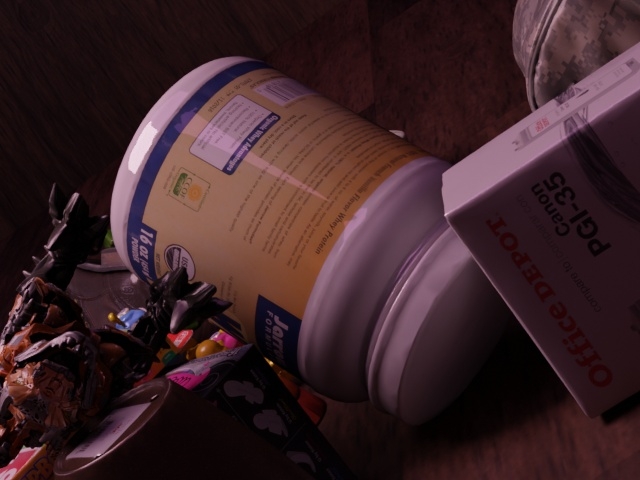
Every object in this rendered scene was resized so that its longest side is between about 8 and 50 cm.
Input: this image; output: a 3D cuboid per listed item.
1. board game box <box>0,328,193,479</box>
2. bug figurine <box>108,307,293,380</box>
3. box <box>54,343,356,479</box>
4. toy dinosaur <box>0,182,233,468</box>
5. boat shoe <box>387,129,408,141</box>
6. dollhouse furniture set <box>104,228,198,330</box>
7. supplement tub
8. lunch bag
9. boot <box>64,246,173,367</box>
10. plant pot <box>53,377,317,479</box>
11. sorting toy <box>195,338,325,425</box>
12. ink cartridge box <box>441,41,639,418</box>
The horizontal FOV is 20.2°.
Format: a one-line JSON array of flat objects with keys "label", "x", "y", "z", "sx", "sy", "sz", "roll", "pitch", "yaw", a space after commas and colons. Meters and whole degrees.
[{"label": "board game box", "x": -0.227, "y": 0.161, "z": 1.587, "sx": 0.259, "sy": 0.039, "sz": 0.124, "roll": -43, "pitch": 16, "yaw": -22}, {"label": "bug figurine", "x": -0.070, "y": 0.068, "z": 1.816, "sx": 0.279, "sy": 0.216, "sz": 0.072, "roll": -37, "pitch": 42, "yaw": 14}, {"label": "box", "x": -0.123, "y": 0.208, "z": 1.579, "sx": 0.247, "sy": 0.163, "sz": 0.142, "roll": -19, "pitch": 23, "yaw": 51}, {"label": "toy dinosaur", "x": -0.214, "y": 0.089, "z": 1.450, "sx": 0.218, "sy": 0.164, "sz": 0.322, "roll": -57, "pitch": 27, "yaw": -14}, {"label": "boat shoe", "x": -0.026, "y": -0.080, "z": 2.169, "sx": 0.302, "sy": 0.094, "sz": 0.109, "roll": -6, "pitch": 22, "yaw": 12}, {"label": "dollhouse furniture set", "x": -0.094, "y": 0.045, "z": 2.223, "sx": 0.301, "sy": 0.151, "sz": 0.197, "roll": -17, "pitch": 23, "yaw": -18}, {"label": "supplement tub", "x": 0.000, "y": 0.000, "z": 1.560, "sx": 0.316, "sy": 0.228, "sz": 0.228, "roll": 31, "pitch": 55, "yaw": 25}, {"label": "lunch bag", "x": 0.311, "y": -0.238, "z": 1.882, "sx": 0.256, "sy": 0.212, "sz": 0.305, "roll": -50, "pitch": 8, "yaw": 15}, {"label": "boot", "x": -0.244, "y": 0.130, "z": 2.041, "sx": 0.091, "sy": 0.229, "sz": 0.263, "roll": 5, "pitch": -11, "yaw": -37}, {"label": "plant pot", "x": -0.085, "y": 0.222, "z": 1.317, "sx": 0.215, "sy": 0.230, "sz": 0.215, "roll": -34, "pitch": 15, "yaw": 10}, {"label": "sorting toy", "x": 0.022, "y": 0.079, "z": 1.728, "sx": 0.365, "sy": 0.126, "sz": 0.127, "roll": -35, "pitch": 14, "yaw": 10}, {"label": "ink cartridge box", "x": 0.260, "y": -0.029, "z": 1.346, "sx": 0.283, "sy": 0.207, "sz": 0.117, "roll": -34, "pitch": 13, "yaw": 13}]
